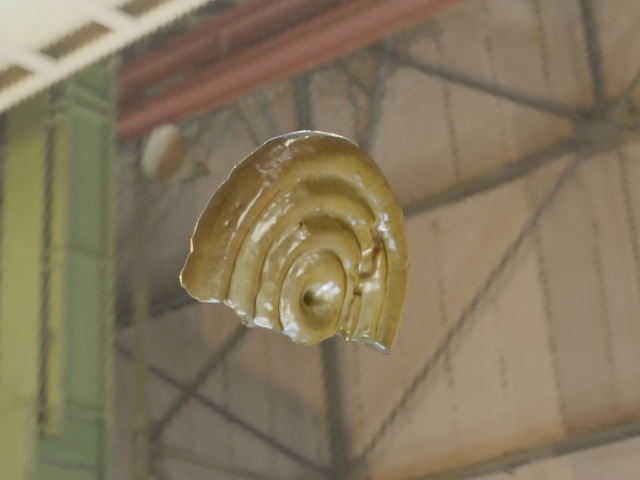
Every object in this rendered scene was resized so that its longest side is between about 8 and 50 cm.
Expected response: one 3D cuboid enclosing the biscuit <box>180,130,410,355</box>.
[{"bbox_3d":[0.001,0.000,1.232,0.033,0.224,0.145,12,-97,39],"label":"biscuit"}]
